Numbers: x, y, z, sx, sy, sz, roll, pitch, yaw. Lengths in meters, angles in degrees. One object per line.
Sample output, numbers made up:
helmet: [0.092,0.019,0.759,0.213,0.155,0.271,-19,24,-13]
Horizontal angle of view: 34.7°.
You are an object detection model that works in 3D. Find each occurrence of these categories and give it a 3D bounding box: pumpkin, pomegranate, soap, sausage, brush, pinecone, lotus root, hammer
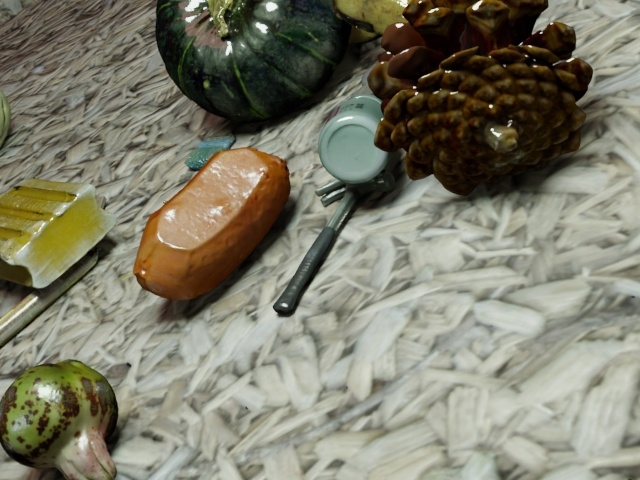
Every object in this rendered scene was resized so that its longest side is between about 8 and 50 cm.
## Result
pumpkin: [-0.106,-0.349,1.635,0.323,0.241,0.323,-6,74,23]
pomegranate: [-0.277,0.200,1.131,0.163,0.138,0.125,20,91,31]
soap: [-0.449,-0.017,1.594,0.173,0.089,0.274,-44,28,-24]
sausage: [-0.426,0.098,1.507,0.269,0.032,0.033,-43,32,-21]
brush: [-0.152,-0.182,1.692,0.070,0.021,0.196,-2,40,38]
pinecone: [0.185,-0.188,1.196,0.264,0.264,0.264,-23,31,14]
lotus root: [0.137,-0.328,1.496,0.258,0.097,0.110,27,17,18]
sausage: [-0.136,-0.023,1.333,0.133,0.133,0.258,6,47,47]
hammer: [0.000,0.000,1.276,0.103,0.029,0.246,-2,42,40]

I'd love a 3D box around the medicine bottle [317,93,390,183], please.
medicine bottle: [0.051,-0.141,1.338,0.090,0.090,0.216,-23,13,13]

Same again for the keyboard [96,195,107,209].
keyboard: [-0.432,-0.029,1.721,0.166,0.017,0.055,-20,36,19]

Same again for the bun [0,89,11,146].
bun: [-0.764,-0.231,2.189,0.259,0.160,0.259,-38,17,14]

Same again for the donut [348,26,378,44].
donut: [0.072,-0.401,1.765,0.166,0.073,0.184,-34,30,-2]

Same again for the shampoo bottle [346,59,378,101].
shampoo bottle: [0.104,-0.248,1.539,0.080,0.040,0.165,20,57,45]

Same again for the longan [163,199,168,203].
longan: [-0.187,-0.033,1.440,0.075,0.083,0.075,-47,-10,-11]
